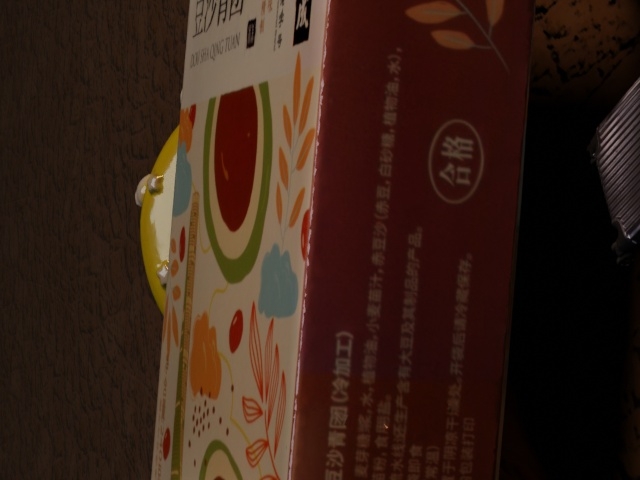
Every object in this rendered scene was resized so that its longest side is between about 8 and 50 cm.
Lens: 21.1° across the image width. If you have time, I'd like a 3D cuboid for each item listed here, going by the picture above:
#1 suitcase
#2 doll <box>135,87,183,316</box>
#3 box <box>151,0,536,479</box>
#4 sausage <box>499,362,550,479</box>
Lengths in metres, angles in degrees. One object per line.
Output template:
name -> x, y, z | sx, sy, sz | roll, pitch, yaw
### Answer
suitcase -> 0.188, -0.048, 0.855 | 0.126, 0.059, 0.086 | 126, 142, -49
doll -> -0.043, -0.011, 1.316 | 0.252, 0.111, 0.237 | 22, 95, 32
box -> 0.000, 0.000, 1.029 | 0.344, 0.122, 0.385 | 180, 94, -73
sausage -> 0.093, 0.092, 1.040 | 0.078, 0.078, 0.304 | 116, 151, -42
